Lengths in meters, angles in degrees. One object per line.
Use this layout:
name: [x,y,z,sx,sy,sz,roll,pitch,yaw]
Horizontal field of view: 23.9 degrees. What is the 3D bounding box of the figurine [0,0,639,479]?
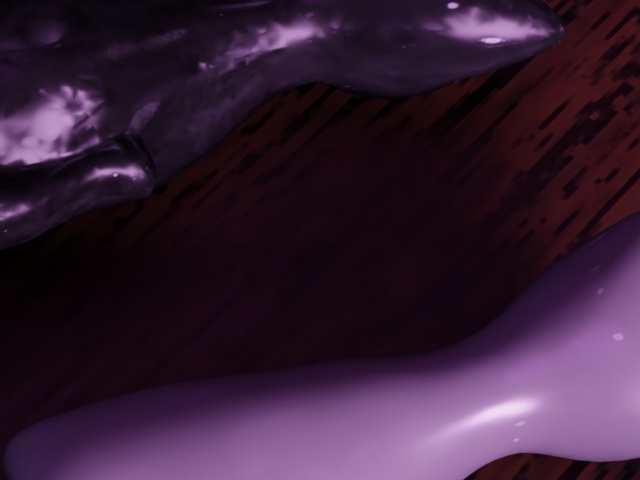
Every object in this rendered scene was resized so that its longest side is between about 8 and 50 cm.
figurine: [0.000,0.000,0.423,0.209,0.092,0.215,-21,67,-16]
